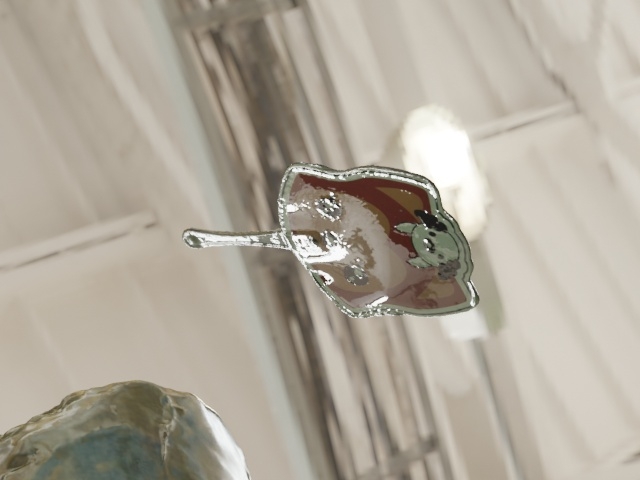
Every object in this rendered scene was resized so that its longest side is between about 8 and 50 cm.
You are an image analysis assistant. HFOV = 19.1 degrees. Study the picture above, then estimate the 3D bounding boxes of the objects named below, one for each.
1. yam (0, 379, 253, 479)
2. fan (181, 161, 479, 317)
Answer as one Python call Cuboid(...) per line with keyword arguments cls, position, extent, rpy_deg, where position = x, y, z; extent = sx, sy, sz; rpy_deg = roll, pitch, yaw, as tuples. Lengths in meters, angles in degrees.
Cuboid(cls="yam", position=(-0.075, 0.209, 0.730), extent=(0.195, 0.195, 0.300), rpy_deg=(22, -148, -47))
Cuboid(cls="fan", position=(0.000, 0.000, 1.244), extent=(0.009, 0.220, 0.132), rpy_deg=(-56, -45, -41))
